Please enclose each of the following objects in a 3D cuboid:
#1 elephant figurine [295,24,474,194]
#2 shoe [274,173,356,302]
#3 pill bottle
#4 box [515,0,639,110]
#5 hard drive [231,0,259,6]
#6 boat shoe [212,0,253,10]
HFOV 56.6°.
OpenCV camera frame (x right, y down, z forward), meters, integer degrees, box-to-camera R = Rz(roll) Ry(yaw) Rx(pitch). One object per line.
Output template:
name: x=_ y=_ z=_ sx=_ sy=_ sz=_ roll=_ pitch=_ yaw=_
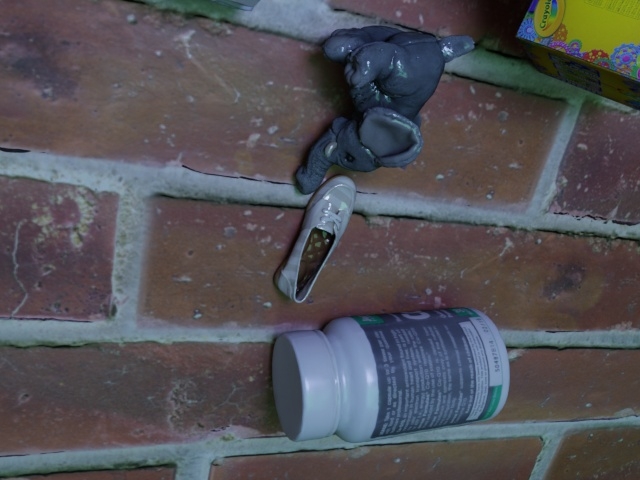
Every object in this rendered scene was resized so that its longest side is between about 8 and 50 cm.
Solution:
elephant figurine: x=0.079 y=-0.170 z=0.842 sx=0.169 sy=0.186 sz=0.239 roll=-25 pitch=129 yaw=-37
shoe: x=0.000 y=0.000 z=0.936 sx=0.076 sy=0.058 sz=0.219 roll=21 pitch=105 yaw=-28
pill bottle: x=0.114 y=0.225 z=1.003 sx=0.361 sy=0.204 sz=0.204 roll=-2 pitch=114 yaw=-21
box: x=0.425 y=-0.353 z=0.792 sx=0.279 sy=0.177 sz=0.290 roll=-9 pitch=125 yaw=-63
hard drive: x=-0.138 y=-0.430 z=0.625 sx=0.203 sy=0.040 sz=0.308 roll=9 pitch=88 yaw=-25
boat shoe: x=-0.199 y=-0.357 z=0.662 sx=0.302 sy=0.109 sz=0.094 roll=19 pitch=109 yaw=-25
